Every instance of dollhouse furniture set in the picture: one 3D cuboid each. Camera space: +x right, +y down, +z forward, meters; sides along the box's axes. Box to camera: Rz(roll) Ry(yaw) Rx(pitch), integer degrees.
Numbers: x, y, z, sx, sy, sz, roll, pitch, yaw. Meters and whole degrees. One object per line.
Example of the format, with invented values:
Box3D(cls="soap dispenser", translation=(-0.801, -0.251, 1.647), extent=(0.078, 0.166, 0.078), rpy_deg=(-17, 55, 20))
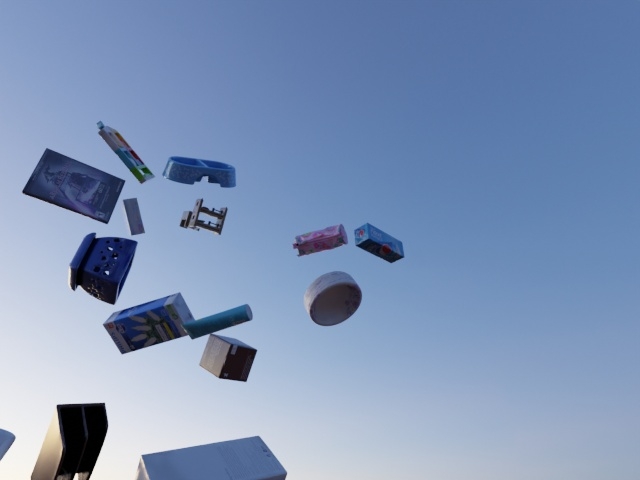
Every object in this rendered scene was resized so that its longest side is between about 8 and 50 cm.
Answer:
Box3D(cls="dollhouse furniture set", translation=(-0.524, -0.105, 1.866), extent=(0.129, 0.128, 0.184), rpy_deg=(20, -11, -35))

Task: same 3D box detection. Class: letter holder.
Box3D(cls="letter holder", translation=(-0.813, 0.724, 1.360), extent=(0.152, 0.214, 0.301), rpy_deg=(16, -77, -40))

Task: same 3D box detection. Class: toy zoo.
Box3D(cls="toy zoo", translation=(-0.808, -0.366, 1.722), extent=(0.030, 0.192, 0.293), rpy_deg=(-36, -74, -1))

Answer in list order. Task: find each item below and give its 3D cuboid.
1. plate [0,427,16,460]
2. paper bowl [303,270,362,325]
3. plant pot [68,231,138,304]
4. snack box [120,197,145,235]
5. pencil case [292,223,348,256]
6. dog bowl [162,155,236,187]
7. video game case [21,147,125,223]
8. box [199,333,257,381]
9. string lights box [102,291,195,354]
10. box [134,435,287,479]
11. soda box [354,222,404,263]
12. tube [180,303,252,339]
Box3D(cls="plate", translation=(-0.894, 0.490, 0.954), extent=(0.278, 0.277, 0.045), rpy_deg=(34, -78, -19))
Box3D(cls="paper bowl", translation=(0.052, 0.276, 2.074), extent=(0.284, 0.148, 0.284), rpy_deg=(-14, -52, -19))
Box3D(cls="plant pot", translation=(-0.953, 0.115, 1.818), extent=(0.212, 0.236, 0.236), rpy_deg=(20, -40, -19))
Box3D(cls="snack box", translation=(-0.911, -0.111, 2.019), extent=(0.070, 0.174, 0.207), rpy_deg=(-14, 8, -27))
Box3D(cls="pencil case", translation=(0.000, 0.000, 2.200), extent=(0.284, 0.124, 0.124), rpy_deg=(-13, -37, 16))
Box3D(cls="dog bowl", translation=(-0.476, -0.277, 1.677), extent=(0.297, 0.166, 0.074), rpy_deg=(1, -67, -36))
Box3D(cls="video game case", translation=(-0.870, -0.193, 1.494), extent=(0.274, 0.196, 0.026), rpy_deg=(25, -36, -29))
Box3D(cls="box", translation=(-0.452, 0.571, 2.038), extent=(0.203, 0.168, 0.167), rpy_deg=(9, -13, 46))
Box3D(cls="string lights box", translation=(-0.568, 0.278, 1.397), extent=(0.260, 0.076, 0.133), rpy_deg=(-18, -69, 8))
Box3D(cls="box", translation=(-0.293, 0.670, 1.077), extent=(0.345, 0.215, 0.168), rpy_deg=(12, 7, -39))
Box3D(cls="soda box", translation=(0.219, 0.013, 1.540), extent=(0.210, 0.071, 0.067), rpy_deg=(25, -41, -37))
Box3D(cls="tube", translation=(-0.308, 0.246, 1.251), extent=(0.207, 0.052, 0.080), rpy_deg=(-18, -55, 3))
